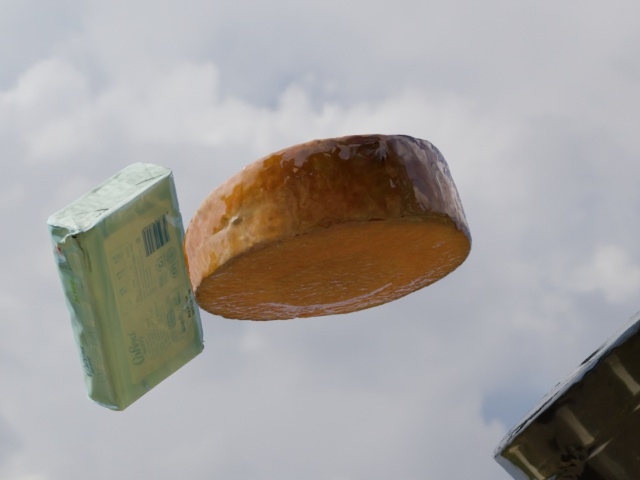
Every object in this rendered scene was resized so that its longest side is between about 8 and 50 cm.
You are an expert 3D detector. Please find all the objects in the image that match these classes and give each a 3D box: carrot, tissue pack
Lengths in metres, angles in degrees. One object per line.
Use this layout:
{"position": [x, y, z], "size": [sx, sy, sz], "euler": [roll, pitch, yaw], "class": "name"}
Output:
{"position": [0.000, 0.000, 1.582], "size": [0.307, 0.100, 0.258], "euler": [-23, -30, 27], "class": "carrot"}
{"position": [-0.241, 0.056, 1.920], "size": [0.089, 0.177, 0.263], "euler": [16, -53, 34], "class": "tissue pack"}

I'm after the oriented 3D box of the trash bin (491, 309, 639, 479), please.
{"position": [0.264, 0.156, 0.814], "size": [0.203, 0.301, 0.252], "euler": [-36, -12, -38], "class": "trash bin"}
